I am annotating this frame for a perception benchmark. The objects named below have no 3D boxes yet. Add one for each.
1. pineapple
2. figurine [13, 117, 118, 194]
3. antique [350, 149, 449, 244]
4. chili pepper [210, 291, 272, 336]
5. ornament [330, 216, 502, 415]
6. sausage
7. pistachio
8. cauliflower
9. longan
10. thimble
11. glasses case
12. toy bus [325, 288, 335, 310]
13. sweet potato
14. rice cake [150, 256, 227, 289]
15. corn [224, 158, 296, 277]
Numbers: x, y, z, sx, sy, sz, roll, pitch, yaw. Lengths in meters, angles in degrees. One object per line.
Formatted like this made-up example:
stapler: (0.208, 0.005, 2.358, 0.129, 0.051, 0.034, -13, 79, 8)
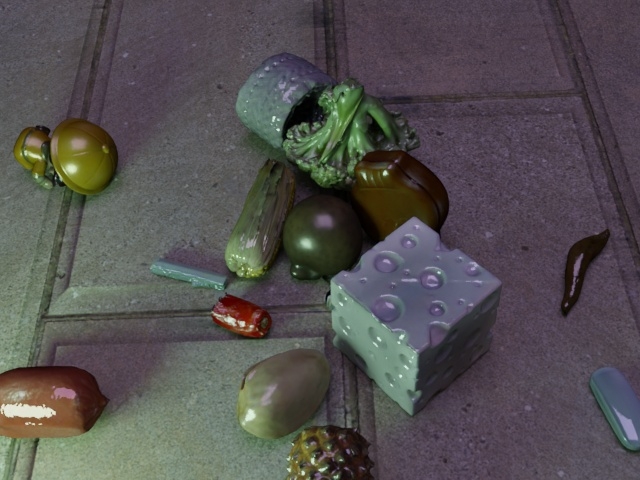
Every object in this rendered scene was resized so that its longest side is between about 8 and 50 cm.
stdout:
pineapple: (0.015, 0.509, 1.524, 0.175, 0.175, 0.361, 1, 64, 3)
figurine: (-0.620, -0.211, 2.114, 0.257, 0.167, 0.192, 8, 65, 11)
antique: (0.180, -0.082, 1.922, 0.223, 0.278, 0.129, -1, 40, 43)
chili pepper: (-0.166, 0.164, 1.855, 0.123, 0.073, 0.070, 20, 96, 20)
ornament: (0.186, 0.150, 1.745, 0.240, 0.240, 0.239, -36, 57, -24)
sausage: (-0.542, 0.313, 1.697, 0.254, 0.148, 0.148, 3, 51, 5)
pistachio: (-0.077, 0.296, 1.711, 0.152, 0.126, 0.223, 50, 57, -4)
cauliflower: (0.076, -0.261, 2.069, 0.327, 0.281, 0.260, -4, 22, -12)
longan: (0.000, 0.000, 1.932, 0.185, 0.159, 0.204, 35, 96, 14)
thimble: (-0.076, -0.346, 2.181, 0.157, 0.217, 0.245, 38, 45, 24)
glasses case: (0.593, 0.329, 1.709, 0.067, 0.045, 0.178, -13, 51, -9)
toy bus: (0.096, 0.108, 1.900, 0.172, 0.057, 0.072, -31, 65, -21)
sweet potato: (0.570, 0.056, 1.924, 0.069, 0.059, 0.249, 43, 58, -12)
rice cake: (-0.296, 0.077, 1.951, 0.180, 0.030, 0.042, 14, 47, 13)
corn: (-0.134, -0.053, 1.994, 0.122, 0.123, 0.305, 7, 50, 10)
